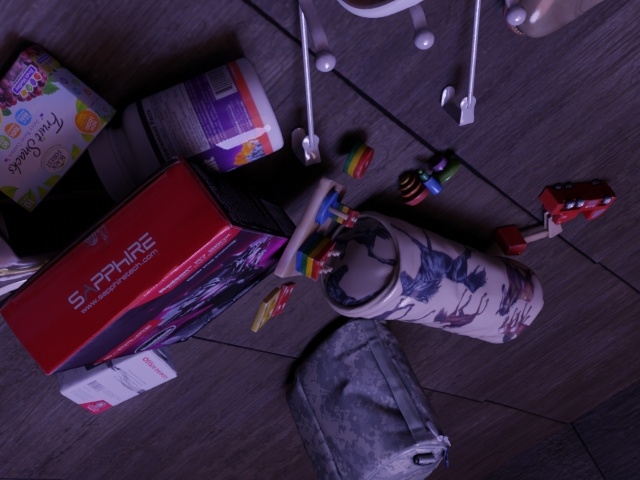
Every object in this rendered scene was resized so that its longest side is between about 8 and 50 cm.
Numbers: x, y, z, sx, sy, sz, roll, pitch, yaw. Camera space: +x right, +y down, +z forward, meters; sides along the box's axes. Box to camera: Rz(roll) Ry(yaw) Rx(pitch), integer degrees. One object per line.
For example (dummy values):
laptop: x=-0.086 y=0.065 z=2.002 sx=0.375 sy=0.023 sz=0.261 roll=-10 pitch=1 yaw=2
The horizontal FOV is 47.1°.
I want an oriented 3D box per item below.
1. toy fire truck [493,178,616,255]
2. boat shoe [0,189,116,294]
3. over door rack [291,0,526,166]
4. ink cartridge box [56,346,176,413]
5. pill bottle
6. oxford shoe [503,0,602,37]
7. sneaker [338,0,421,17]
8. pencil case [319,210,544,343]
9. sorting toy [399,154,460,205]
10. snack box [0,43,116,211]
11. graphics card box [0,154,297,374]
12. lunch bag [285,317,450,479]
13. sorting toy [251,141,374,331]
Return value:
toy fire truck: x=0.417 y=-0.040 z=1.307 sx=0.192 sy=0.047 sz=0.135 roll=-8 pitch=143 yaw=-25
boat shoe: x=-0.353 y=0.003 z=0.822 sx=0.324 sy=0.117 sz=0.097 roll=-7 pitch=142 yaw=-32
over door rack: x=0.092 y=-0.214 z=0.818 sx=0.239 sy=0.108 sz=0.324 roll=-16 pitch=145 yaw=-12
ink cartridge box: x=-0.317 y=0.199 z=1.149 sx=0.150 sy=0.063 sz=0.109 roll=-25 pitch=146 yaw=-1
pill bottle: x=-0.147 y=-0.114 z=0.799 sx=0.193 sy=0.108 sz=0.108 roll=-23 pitch=146 yaw=-2
oxford shoe: x=0.359 y=-0.337 z=0.799 sx=0.348 sy=0.130 sz=0.123 roll=-41 pitch=143 yaw=21
sneaker: x=0.135 y=-0.295 z=0.647 sx=0.290 sy=0.106 sz=0.123 roll=-42 pitch=167 yaw=9
pencil case: x=0.181 y=0.068 z=1.196 sx=0.410 sy=0.160 sz=0.183 roll=16 pitch=166 yaw=-42
sorting toy: x=0.154 y=-0.094 z=1.075 sx=0.102 sy=0.061 sz=0.042 roll=-41 pitch=109 yaw=11
snack box: x=-0.289 y=-0.110 z=0.738 sx=0.100 sy=0.037 sz=0.141 roll=40 pitch=115 yaw=-18
graphics card box: x=-0.160 y=0.032 z=0.846 sx=0.232 sy=0.094 sz=0.371 roll=-39 pitch=173 yaw=6
lunch bag: x=0.094 y=0.316 z=1.351 sx=0.212 sy=0.305 sz=0.256 roll=-8 pitch=143 yaw=-25
sorting toy: x=0.000 y=0.000 z=0.938 sx=0.275 sy=0.046 sz=0.132 roll=-63 pitch=170 yaw=4
